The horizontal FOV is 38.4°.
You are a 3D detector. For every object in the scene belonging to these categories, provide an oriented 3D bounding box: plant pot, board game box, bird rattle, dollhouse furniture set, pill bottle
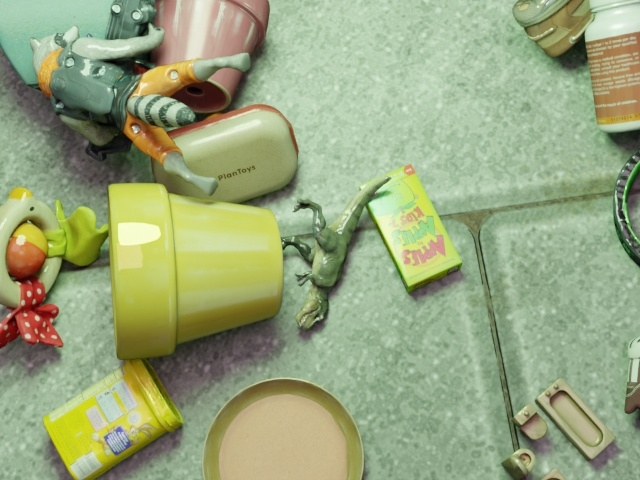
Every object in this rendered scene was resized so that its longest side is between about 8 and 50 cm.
[{"bbox_3d":[-0.397,-0.370,1.491,0.247,0.247,0.252,-5,91,2],"label":"plant pot"},{"bbox_3d":[-0.054,0.321,1.346,0.236,0.032,0.236,-1,71,3],"label":"plant pot"},{"bbox_3d":[-0.192,-0.313,1.473,0.201,0.201,0.180,6,70,6],"label":"plant pot"},{"bbox_3d":[0.140,-0.020,1.440,0.092,0.043,0.181,-24,72,-5],"label":"board game box"},{"bbox_3d":[-0.447,0.036,1.386,0.143,0.207,0.254,15,63,27],"label":"bird rattle"},{"bbox_3d":[-0.186,0.039,1.350,0.238,0.254,0.254,-4,71,-15],"label":"plant pot"},{"bbox_3d":[0.337,0.286,1.284,0.151,0.123,0.144,-38,74,-9],"label":"dollhouse furniture set"},{"bbox_3d":[0.477,-0.282,1.423,0.121,0.121,0.216,-11,99,0],"label":"pill bottle"}]

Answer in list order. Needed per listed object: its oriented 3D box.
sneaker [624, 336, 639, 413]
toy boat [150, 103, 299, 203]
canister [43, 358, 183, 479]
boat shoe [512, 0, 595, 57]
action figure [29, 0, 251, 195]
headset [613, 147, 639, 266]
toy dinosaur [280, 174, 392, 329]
[{"bbox_3d":[0.568,0.243,1.308,0.281,0.106,0.163,13,81,15],"label":"sneaker"},{"bbox_3d":[-0.158,-0.148,1.468,0.231,0.151,0.151,-18,41,-3],"label":"toy boat"},{"bbox_3d":[-0.307,0.264,1.359,0.170,0.073,0.126,-33,73,-6],"label":"canister"},{"bbox_3d":[0.452,-0.416,1.527,0.324,0.123,0.116,-39,107,-18],"label":"boat shoe"},{"bbox_3d":[-0.272,-0.251,1.310,0.330,0.178,0.341,18,109,19],"label":"action figure"},{"bbox_3d":[0.636,-0.072,1.352,0.394,0.185,0.244,-10,71,12],"label":"headset"},{"bbox_3d":[0.000,0.000,1.421,0.118,0.064,0.268,25,89,1],"label":"toy dinosaur"}]
